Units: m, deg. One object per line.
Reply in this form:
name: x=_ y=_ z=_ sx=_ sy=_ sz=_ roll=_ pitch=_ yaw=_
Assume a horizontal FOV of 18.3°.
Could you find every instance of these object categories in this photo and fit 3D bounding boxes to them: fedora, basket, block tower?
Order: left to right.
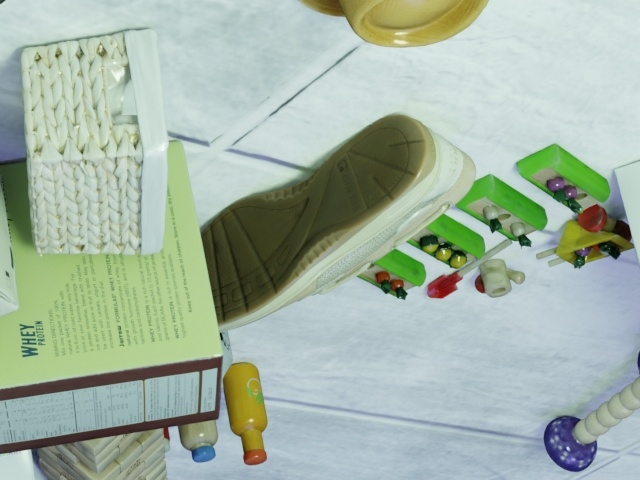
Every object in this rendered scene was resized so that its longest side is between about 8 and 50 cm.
basket: x=-0.172 y=-0.070 z=1.499 sx=0.103 sy=0.113 sz=0.167 roll=-4 pitch=153 yaw=-9
block tower: x=-0.211 y=0.235 z=1.943 sx=0.091 sy=0.097 sz=0.335 roll=-42 pitch=157 yaw=-27
fedora: x=0.069 y=-0.192 z=1.399 sx=0.194 sy=0.079 sz=0.194 roll=-11 pitch=153 yaw=-6

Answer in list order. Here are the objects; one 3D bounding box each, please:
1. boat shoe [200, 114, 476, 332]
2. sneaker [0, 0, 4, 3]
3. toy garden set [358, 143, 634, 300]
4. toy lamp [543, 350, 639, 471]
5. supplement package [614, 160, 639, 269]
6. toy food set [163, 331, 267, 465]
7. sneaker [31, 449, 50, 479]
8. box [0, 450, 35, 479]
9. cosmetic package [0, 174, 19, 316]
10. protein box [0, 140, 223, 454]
boat shoe: x=0.000 y=0.000 z=1.721 sx=0.302 sy=0.109 sz=0.098 roll=-34 pitch=146 yaw=26
sneaker: x=-0.210 y=-0.178 z=1.326 sx=0.119 sy=0.057 sz=0.047 roll=4 pitch=147 yaw=-33
toy garden set: x=0.168 y=0.011 z=1.876 sx=0.244 sy=0.049 sz=0.204 roll=-26 pitch=151 yaw=25
toy lamp: x=0.353 y=0.179 z=2.264 sx=0.080 sy=0.080 sz=0.275 roll=3 pitch=151 yaw=-29
supplement package: x=0.413 y=0.033 z=1.887 sx=0.177 sy=0.175 sz=0.293 roll=-18 pitch=153 yaw=15
toy food set: x=-0.132 y=0.151 z=1.954 sx=0.111 sy=0.104 sz=0.232 roll=-18 pitch=153 yaw=10
sneaker: x=-0.339 y=0.238 z=2.035 sx=0.153 sy=0.101 sz=0.268 roll=-15 pitch=154 yaw=3
box: x=-0.322 y=0.166 z=1.801 sx=0.114 sy=0.103 sz=0.203 roll=-8 pitch=-174 yaw=-10
cosmetic package: x=-0.397 y=0.018 z=1.517 sx=0.309 sy=0.160 sz=0.113 roll=-21 pitch=152 yaw=13
protein box: x=-0.196 y=0.048 z=1.615 sx=0.201 sy=0.200 sz=0.136 roll=-8 pitch=153 yaw=-9
